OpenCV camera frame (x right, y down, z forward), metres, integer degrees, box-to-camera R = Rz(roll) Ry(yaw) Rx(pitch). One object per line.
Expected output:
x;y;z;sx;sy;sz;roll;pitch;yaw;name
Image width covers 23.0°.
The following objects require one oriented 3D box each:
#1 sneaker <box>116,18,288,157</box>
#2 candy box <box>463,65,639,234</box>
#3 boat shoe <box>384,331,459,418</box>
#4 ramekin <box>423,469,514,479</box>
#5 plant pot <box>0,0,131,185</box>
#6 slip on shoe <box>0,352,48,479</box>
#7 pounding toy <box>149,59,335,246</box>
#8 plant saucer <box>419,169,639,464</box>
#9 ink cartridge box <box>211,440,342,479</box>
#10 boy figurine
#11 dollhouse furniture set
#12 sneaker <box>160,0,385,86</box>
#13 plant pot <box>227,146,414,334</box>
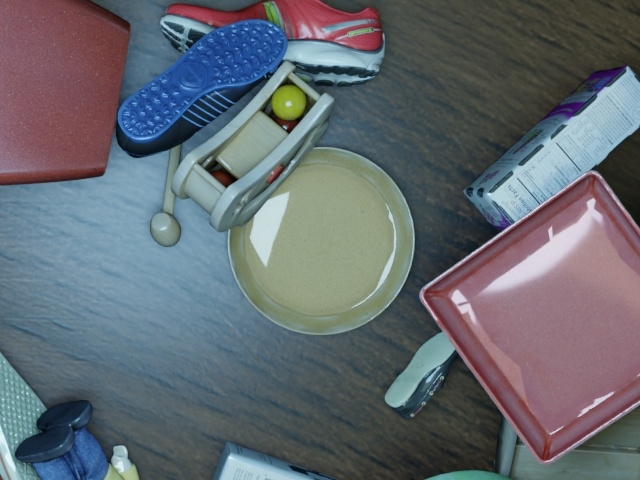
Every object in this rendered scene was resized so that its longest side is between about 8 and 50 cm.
-0.143;-0.177;1.848;0.232;0.090;0.081;-33;82;-17;sneaker
0.295;-0.111;1.944;0.233;0.159;0.071;-41;96;-1;candy box
0.138;0.169;2.008;0.133;0.049;0.042;-49;125;-8;boat shoe
0.176;0.447;1.916;0.303;0.148;0.303;-10;119;-18;ramekin
-0.363;-0.185;1.835;0.235;0.267;0.267;10;93;-19;plant pot
-0.408;0.229;1.932;0.101;0.123;0.331;-28;102;27;slip on shoe
-0.123;-0.111;1.887;0.155;0.154;0.269;40;87;10;pounding toy
0.293;0.090;1.854;0.259;0.048;0.258;-36;88;14;plant saucer
-0.045;0.361;1.978;0.208;0.087;0.153;20;92;-7;ink cartridge box
-0.264;0.339;1.921;0.092;0.177;0.285;-14;116;31;boy figurine
0.380;0.204;2.029;0.303;0.174;0.356;6;117;-5;dollhouse furniture set
-0.058;-0.264;1.944;0.279;0.107;0.118;8;75;-9;sneaker
0.000;0.000;1.986;0.236;0.032;0.236;-1;95;-6;plant pot
